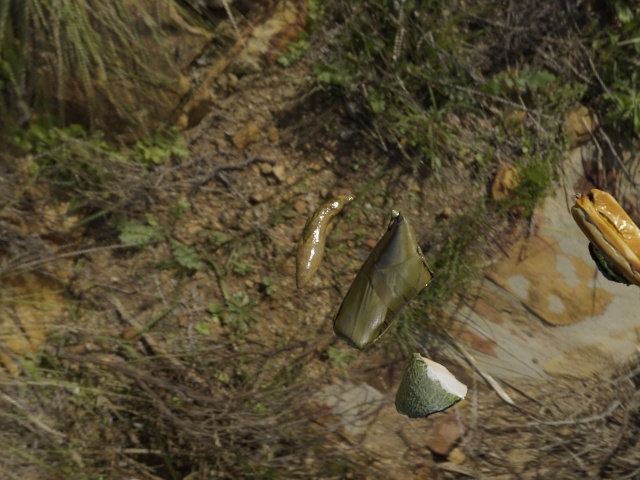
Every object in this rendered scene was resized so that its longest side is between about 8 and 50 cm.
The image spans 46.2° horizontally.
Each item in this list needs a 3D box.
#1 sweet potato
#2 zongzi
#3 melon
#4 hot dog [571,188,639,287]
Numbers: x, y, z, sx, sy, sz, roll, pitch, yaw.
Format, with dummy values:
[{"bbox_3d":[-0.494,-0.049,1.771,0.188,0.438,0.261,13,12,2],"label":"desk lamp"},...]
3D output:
[{"bbox_3d":[-0.005,-0.004,0.994,0.038,0.041,0.153,-27,34,62],"label":"sweet potato"},{"bbox_3d":[0.110,0.090,1.556,0.123,0.289,0.260,39,84,25],"label":"zongzi"},{"bbox_3d":[0.234,0.315,1.666,0.203,0.093,0.139,-24,84,42],"label":"melon"},{"bbox_3d":[0.314,0.003,0.803,0.056,0.041,0.133,-35,85,-26],"label":"hot dog"}]
